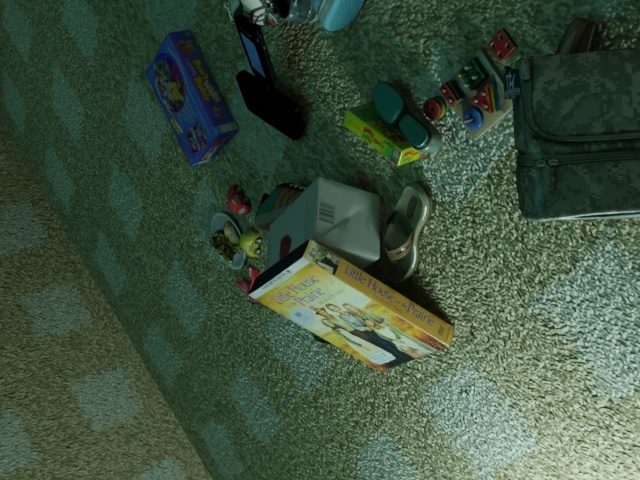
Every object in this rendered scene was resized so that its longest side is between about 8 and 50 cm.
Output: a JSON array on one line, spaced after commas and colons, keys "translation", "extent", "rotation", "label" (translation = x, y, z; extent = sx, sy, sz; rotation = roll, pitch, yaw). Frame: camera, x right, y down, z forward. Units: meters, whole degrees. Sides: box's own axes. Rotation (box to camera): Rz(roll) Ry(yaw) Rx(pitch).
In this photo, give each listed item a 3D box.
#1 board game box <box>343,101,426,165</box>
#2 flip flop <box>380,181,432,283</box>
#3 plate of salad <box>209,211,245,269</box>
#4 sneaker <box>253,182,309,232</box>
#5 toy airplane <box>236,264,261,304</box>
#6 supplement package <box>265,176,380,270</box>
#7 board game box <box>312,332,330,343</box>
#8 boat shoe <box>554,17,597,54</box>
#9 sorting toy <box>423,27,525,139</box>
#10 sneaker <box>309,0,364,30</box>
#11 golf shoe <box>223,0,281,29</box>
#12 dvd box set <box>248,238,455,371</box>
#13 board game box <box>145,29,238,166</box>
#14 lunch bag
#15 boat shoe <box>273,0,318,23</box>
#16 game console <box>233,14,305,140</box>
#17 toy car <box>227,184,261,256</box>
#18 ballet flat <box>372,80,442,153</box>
[{"translation": [0.146, -0.240, 1.608], "extent": [0.181, 0.092, 0.043], "rotation": [42, 137, 31], "label": "board game box"}, {"translation": [0.185, -0.013, 1.691], "extent": [0.112, 0.080, 0.277], "rotation": [44, 139, 29], "label": "flip flop"}, {"translation": [-0.314, 0.005, 2.383], "extent": [0.200, 0.048, 0.199], "rotation": [29, 130, 41], "label": "plate of salad"}, {"translation": [-0.062, -0.110, 1.937], "extent": [0.302, 0.108, 0.120], "rotation": [-14, 64, 38], "label": "sneaker"}, {"translation": [-0.223, 0.143, 2.357], "extent": [0.151, 0.028, 0.151], "rotation": [27, 129, 40], "label": "toy airplane"}, {"translation": [0.000, 0.000, 1.804], "extent": [0.293, 0.175, 0.177], "rotation": [-40, 41, 54], "label": "supplement package"}, {"translation": [0.003, 0.223, 2.031], "extent": [0.260, 0.030, 0.136], "rotation": [158, 93, -75], "label": "board game box"}, {"translation": [0.436, -0.212, 1.246], "extent": [0.117, 0.123, 0.324], "rotation": [11, 112, 12], "label": "boat shoe"}, {"translation": [0.304, -0.286, 1.416], "extent": [0.132, 0.046, 0.274], "rotation": [60, 144, 10], "label": "sorting toy"}, {"translation": [0.028, -0.624, 1.525], "extent": [0.208, 0.127, 0.319], "rotation": [54, 142, 16], "label": "sneaker"}, {"translation": [-0.173, -0.561, 1.718], "extent": [0.273, 0.120, 0.105], "rotation": [29, -140, -81], "label": "golf shoe"}, {"translation": [0.068, 0.170, 1.756], "extent": [0.421, 0.062, 0.308], "rotation": [32, 147, -16], "label": "dvd box set"}, {"translation": [-0.401, -0.432, 2.231], "extent": [0.233, 0.078, 0.347], "rotation": [-32, 82, 55], "label": "board game box"}, {"translation": [0.438, -0.163, 1.096], "extent": [0.305, 0.212, 0.255], "rotation": [-2, 94, 15], "label": "lunch bag"}, {"translation": [-0.095, -0.658, 1.686], "extent": [0.116, 0.099, 0.319], "rotation": [-17, 95, 55], "label": "boat shoe"}, {"translation": [-0.151, -0.414, 1.822], "extent": [0.213, 0.044, 0.361], "rotation": [36, 160, 30], "label": "game console"}, {"translation": [-0.203, -0.057, 2.198], "extent": [0.225, 0.053, 0.238], "rotation": [-2, 107, 53], "label": "toy car"}, {"translation": [0.186, -0.261, 1.562], "extent": [0.072, 0.068, 0.213], "rotation": [-51, 54, 25], "label": "ballet flat"}]
